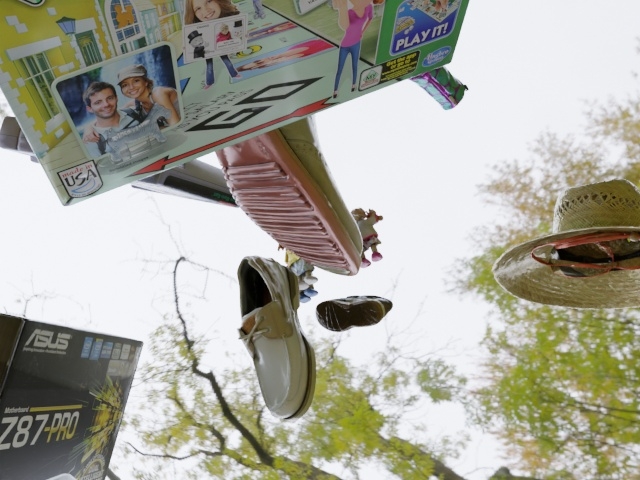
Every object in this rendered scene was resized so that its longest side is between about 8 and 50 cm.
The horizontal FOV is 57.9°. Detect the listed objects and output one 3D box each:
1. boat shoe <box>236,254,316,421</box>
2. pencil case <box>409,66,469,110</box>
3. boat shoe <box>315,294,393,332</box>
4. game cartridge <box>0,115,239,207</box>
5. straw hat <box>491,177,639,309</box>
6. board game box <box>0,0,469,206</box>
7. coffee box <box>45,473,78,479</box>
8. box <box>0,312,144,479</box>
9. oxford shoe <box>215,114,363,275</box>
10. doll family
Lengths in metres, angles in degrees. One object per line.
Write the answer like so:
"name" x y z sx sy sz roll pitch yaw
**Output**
"boat shoe" -0.088 0.152 0.957 0.103 0.113 0.302 31 -151 -36
"pencil case" 0.220 -0.307 1.109 0.151 0.064 0.070 20 -142 -47
"boat shoe" 0.054 0.118 0.943 0.049 0.152 0.056 -11 -87 -43
"game cartridge" -0.270 -0.109 0.902 0.230 0.355 0.068 16 -89 20
"straw hat" 0.179 -0.006 0.366 0.144 0.144 0.061 14 -115 -19
"board game box" -0.034 -0.155 0.342 0.317 0.213 0.046 -25 -117 -18
"coffee box" -0.150 0.345 0.177 0.334 0.337 0.338 31 -92 14
"box" -0.422 0.284 0.873 0.097 0.395 0.318 9 -104 8
"oxford shoe" -0.037 -0.119 0.630 0.146 0.140 0.397 -55 -47 -28
"doll family" 0.000 0.000 1.207 0.118 0.263 0.163 35 -148 -49
